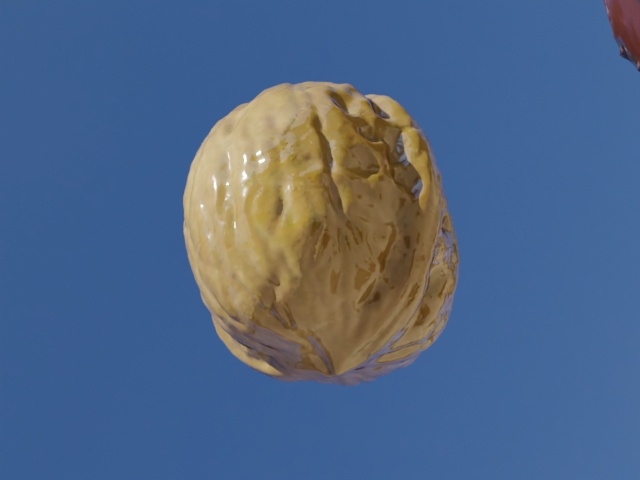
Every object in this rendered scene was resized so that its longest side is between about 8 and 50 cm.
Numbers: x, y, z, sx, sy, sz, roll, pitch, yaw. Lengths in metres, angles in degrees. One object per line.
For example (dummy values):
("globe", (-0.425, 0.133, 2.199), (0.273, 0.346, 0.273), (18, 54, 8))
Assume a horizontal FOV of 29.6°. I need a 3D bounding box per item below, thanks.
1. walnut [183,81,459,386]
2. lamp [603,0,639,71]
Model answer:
("walnut", (0.000, 0.000, 0.823), (0.213, 0.213, 0.213), (-6, -80, -34))
("lamp", (0.173, -0.088, 0.396), (0.157, 0.156, 0.135), (18, -62, -44))
